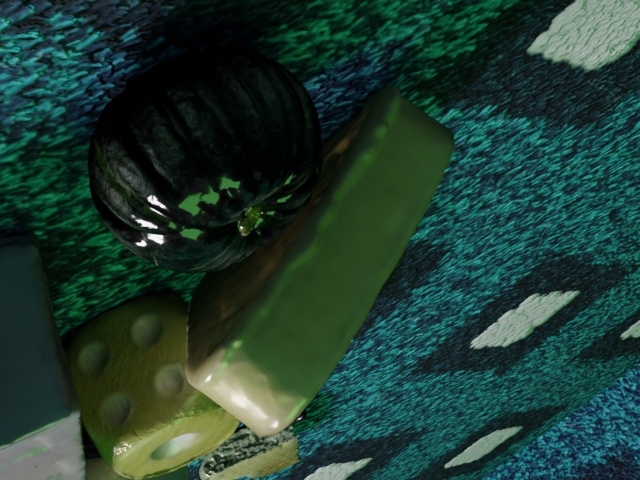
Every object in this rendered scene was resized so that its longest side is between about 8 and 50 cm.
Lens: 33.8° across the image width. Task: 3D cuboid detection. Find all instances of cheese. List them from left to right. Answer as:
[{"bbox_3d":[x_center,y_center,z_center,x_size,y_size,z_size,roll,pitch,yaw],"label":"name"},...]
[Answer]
[{"bbox_3d":[0.000,0.000,1.100,0.384,0.104,0.384,-49,-168,15],"label":"cheese"}]

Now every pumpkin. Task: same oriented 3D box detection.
[{"bbox_3d":[-0.101,-0.072,0.948,0.220,0.162,0.220,-34,162,-13],"label":"pumpkin"}]

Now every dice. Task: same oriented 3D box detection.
[{"bbox_3d":[-0.205,0.181,1.301,0.166,0.169,0.169,-26,155,-4],"label":"dice"}]

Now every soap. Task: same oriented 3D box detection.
[{"bbox_3d":[-0.420,0.227,1.123,0.350,0.213,0.435,-21,155,-20],"label":"soap"}]

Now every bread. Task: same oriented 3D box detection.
[{"bbox_3d":[-0.111,0.369,1.873,0.232,0.064,0.172,2,141,-50],"label":"bread"}]

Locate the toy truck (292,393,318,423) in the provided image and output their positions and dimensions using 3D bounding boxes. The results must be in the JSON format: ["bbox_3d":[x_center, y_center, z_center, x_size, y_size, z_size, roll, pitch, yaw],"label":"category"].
[{"bbox_3d":[-0.065,0.150,1.454,0.127,0.127,0.257,0,144,-22],"label":"toy truck"}]

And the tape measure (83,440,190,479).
[{"bbox_3d":[-0.333,0.350,1.452,0.258,0.130,0.265,-1,175,-45],"label":"tape measure"}]
